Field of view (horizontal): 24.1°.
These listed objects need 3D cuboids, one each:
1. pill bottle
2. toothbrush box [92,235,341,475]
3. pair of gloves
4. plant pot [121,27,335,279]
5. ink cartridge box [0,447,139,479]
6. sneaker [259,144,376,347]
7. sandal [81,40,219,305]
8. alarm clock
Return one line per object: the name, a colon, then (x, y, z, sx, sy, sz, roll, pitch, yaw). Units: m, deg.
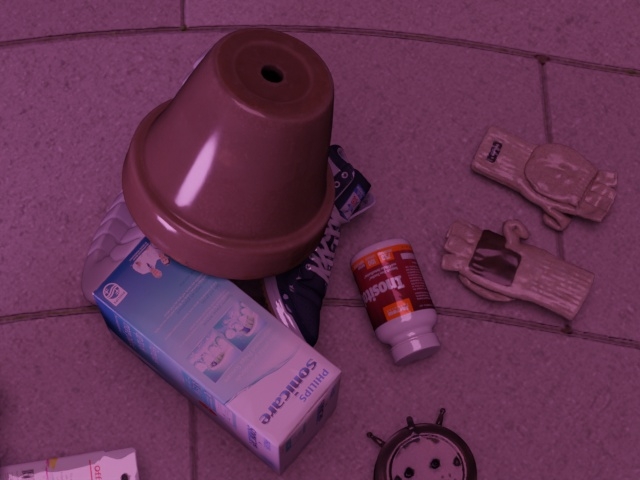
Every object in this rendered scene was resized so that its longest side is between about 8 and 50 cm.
pill bottle: (0.101, 0.080, 1.953, 0.086, 0.086, 0.152, -19, 73, -7)
toothbrush box: (-0.124, 0.140, 1.864, 0.295, 0.216, 0.126, 38, 75, 9)
pair of gloves: (0.281, -0.022, 2.013, 0.204, 0.042, 0.240, 17, 71, 8)
plant pot: (-0.085, -0.119, 1.774, 0.263, 0.229, 0.263, 11, 50, -14)
ink cartridge box: (-0.313, 0.326, 1.881, 0.181, 0.061, 0.104, -8, 72, -3)
sneaker: (0.000, 0.000, 1.934, 0.153, 0.099, 0.282, -19, 59, 13)
sandal: (-0.177, -0.085, 1.984, 0.102, 0.169, 0.416, 34, 74, -23)
alarm clock: (0.139, 0.315, 1.894, 0.129, 0.064, 0.192, -18, 77, -7)
